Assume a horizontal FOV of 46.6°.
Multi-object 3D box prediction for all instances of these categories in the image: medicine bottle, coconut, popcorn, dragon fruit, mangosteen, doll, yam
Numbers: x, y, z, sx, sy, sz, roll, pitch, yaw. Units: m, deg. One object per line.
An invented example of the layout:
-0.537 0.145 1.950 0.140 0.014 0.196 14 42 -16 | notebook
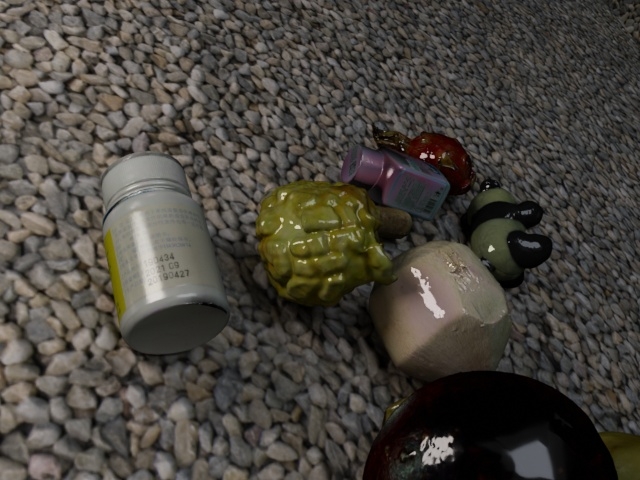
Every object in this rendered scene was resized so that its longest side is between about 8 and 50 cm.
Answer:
-0.217 0.012 1.009 0.144 0.143 0.258 6 51 -35 | medicine bottle
0.200 0.125 1.179 0.224 0.224 0.234 -1 42 -39 | coconut
0.012 0.001 1.144 0.217 0.180 0.235 -1 23 11 | popcorn
0.213 -0.178 1.563 0.246 0.125 0.125 32 57 15 | dragon fruit
0.206 0.307 0.950 0.330 0.330 0.330 21 43 -21 | mangosteen
0.366 -0.014 1.496 0.135 0.143 0.234 19 44 -15 | doll
0.033 -0.048 1.327 0.300 0.066 0.066 9 49 -31 | yam
0.140 -0.119 1.432 0.188 0.094 0.119 18 22 -23 | medicine bottle

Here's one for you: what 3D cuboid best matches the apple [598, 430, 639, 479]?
0.463 0.415 1.093 0.258 0.233 0.295 -24 71 -45 | apple
